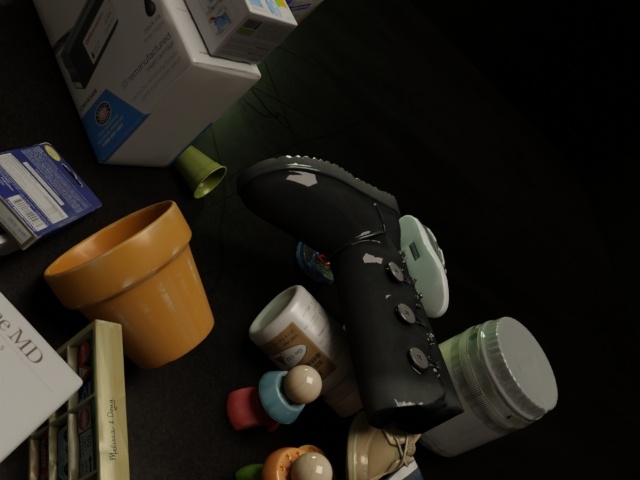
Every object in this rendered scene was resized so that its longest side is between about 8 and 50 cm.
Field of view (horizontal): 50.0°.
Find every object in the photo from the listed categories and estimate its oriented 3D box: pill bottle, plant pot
[{"bbox_3d":[-0.007,0.202,1.226,0.229,0.131,0.131,47,33,-12],"label":"pill bottle"},{"bbox_3d":[-0.254,0.073,0.986,0.188,0.205,0.205,63,29,-17],"label":"plant pot"},{"bbox_3d":[-0.235,-0.137,1.304,0.079,0.083,0.083,46,31,9],"label":"plant pot"}]

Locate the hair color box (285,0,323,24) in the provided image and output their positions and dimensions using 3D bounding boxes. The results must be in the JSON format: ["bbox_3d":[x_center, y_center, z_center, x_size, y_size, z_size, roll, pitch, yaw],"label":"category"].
[{"bbox_3d":[-0.156,-0.437,1.429,0.110,0.339,0.185,54,32,-5],"label":"hair color box"}]

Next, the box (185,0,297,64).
[{"bbox_3d":[-0.143,-0.398,1.091,0.114,0.103,0.203,-6,66,-53],"label":"box"}]

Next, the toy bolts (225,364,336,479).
[{"bbox_3d":[-0.026,0.310,1.075,0.218,0.158,0.228,12,51,-47],"label":"toy bolts"}]

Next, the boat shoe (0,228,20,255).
[{"bbox_3d":[-0.452,0.000,0.914,0.142,0.049,0.040,-19,76,-55],"label":"boat shoe"}]

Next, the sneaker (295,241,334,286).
[{"bbox_3d":[0.000,0.000,1.464,0.083,0.087,0.221,25,42,-37],"label":"sneaker"}]

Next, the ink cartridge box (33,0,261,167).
[{"bbox_3d":[-0.321,-0.369,1.203,0.166,0.285,0.395,-5,64,-54],"label":"ink cartridge box"}]

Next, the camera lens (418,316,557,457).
[{"bbox_3d":[0.311,0.303,1.410,0.219,0.274,0.219,33,38,-30],"label":"camera lens"}]

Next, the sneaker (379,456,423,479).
[{"bbox_3d":[0.145,0.489,1.200,0.226,0.086,0.163,-7,64,-56],"label":"sneaker"}]

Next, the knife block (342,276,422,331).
[{"bbox_3d":[0.123,0.130,1.503,0.276,0.088,0.242,12,51,-47],"label":"knife block"}]

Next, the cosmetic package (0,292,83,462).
[{"bbox_3d":[-0.461,0.206,0.605,0.230,0.161,0.453,50,32,-8],"label":"cosmetic package"}]

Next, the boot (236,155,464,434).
[{"bbox_3d":[0.047,0.095,1.166,0.367,0.146,0.445,12,55,-36],"label":"boot"}]

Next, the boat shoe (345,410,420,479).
[{"bbox_3d":[0.119,0.353,1.210,0.302,0.098,0.109,-7,99,-70],"label":"boat shoe"}]

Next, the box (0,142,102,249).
[{"bbox_3d":[-0.414,-0.072,1.000,0.136,0.036,0.225,50,14,-7],"label":"box"}]

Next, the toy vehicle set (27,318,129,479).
[{"bbox_3d":[-0.283,0.245,0.793,0.035,0.166,0.266,20,45,-43],"label":"toy vehicle set"}]

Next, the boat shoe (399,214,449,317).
[{"bbox_3d":[0.274,0.070,1.749,0.102,0.108,0.301,23,37,-38],"label":"boat shoe"}]
